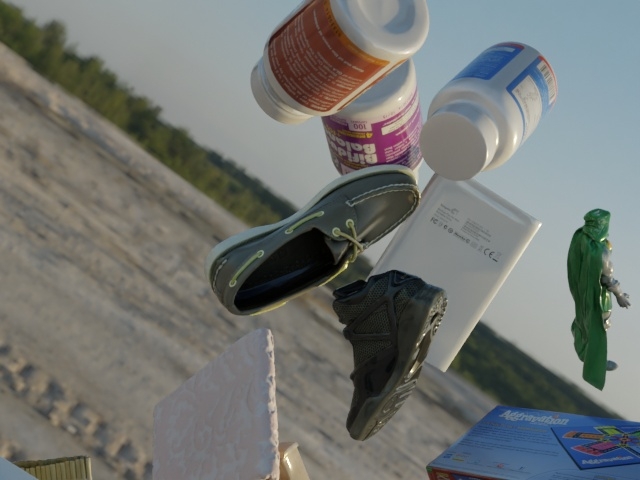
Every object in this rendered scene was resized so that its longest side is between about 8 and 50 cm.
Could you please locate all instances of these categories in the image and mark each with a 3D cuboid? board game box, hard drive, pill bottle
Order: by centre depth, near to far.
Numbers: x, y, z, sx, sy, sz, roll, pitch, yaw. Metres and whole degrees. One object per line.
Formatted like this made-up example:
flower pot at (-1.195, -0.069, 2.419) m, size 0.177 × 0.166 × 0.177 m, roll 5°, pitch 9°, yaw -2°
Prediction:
board game box at (0.265, 0.237, 1.336) m, size 0.281 × 0.145 × 0.027 m, roll 0°, pitch -65°, yaw 48°
pill bottle at (0.012, -0.210, 1.342) m, size 0.121 × 0.121 × 0.216 m, roll 36°, pitch -34°, yaw -16°
pill bottle at (0.210, -0.162, 1.561) m, size 0.124 × 0.124 × 0.221 m, roll 36°, pitch 40°, yaw 10°
pill bottle at (0.091, -0.192, 2.085) m, size 0.169 × 0.169 × 0.301 m, roll 35°, pitch -21°, yaw 30°
hard drive at (0.211, 0.046, 2.096) m, size 0.203 × 0.307 × 0.040 m, roll 31°, pitch 6°, yaw -11°

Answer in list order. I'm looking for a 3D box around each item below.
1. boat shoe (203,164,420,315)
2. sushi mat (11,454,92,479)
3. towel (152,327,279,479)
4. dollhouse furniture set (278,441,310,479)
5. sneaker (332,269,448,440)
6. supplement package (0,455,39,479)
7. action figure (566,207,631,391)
boat shoe at (0.001, 0.003, 1.574) m, size 0.091 × 0.305 × 0.109 m, roll 56°, pitch -9°, yaw 53°
sushi mat at (-0.310, 0.395, 1.338) m, size 0.151 × 0.316 × 0.019 m, roll -4°, pitch 3°, yaw 5°
towel at (-0.190, 0.360, 2.210) m, size 0.053 × 0.317 × 0.332 m, roll 32°, pitch 34°, yaw -32°
dollhouse furniture set at (-0.165, 0.506, 2.088) m, size 0.303 × 0.355 × 0.174 m, roll -10°, pitch -74°, yaw 39°
sneaker at (0.064, 0.136, 1.552) m, size 0.130 × 0.227 × 0.087 m, roll 29°, pitch 22°, yaw 26°
supplement package at (-0.329, 0.288, 1.134) m, size 0.105 × 0.179 × 0.105 m, roll 33°, pitch 42°, yaw -2°
action figure at (0.355, 0.061, 1.579) m, size 0.137 × 0.063 × 0.232 m, roll -111°, pitch -169°, yaw -57°
